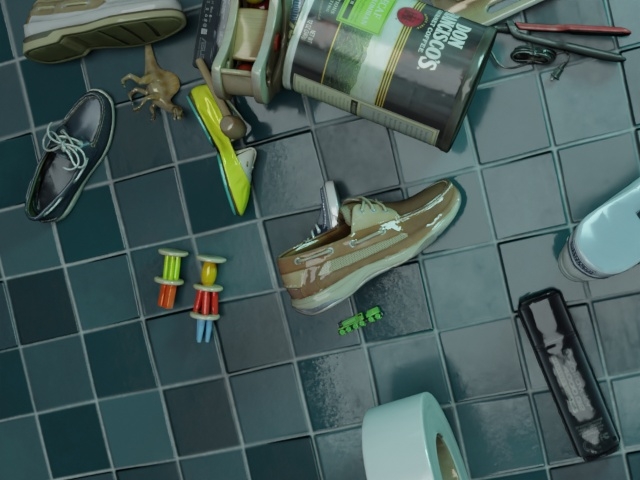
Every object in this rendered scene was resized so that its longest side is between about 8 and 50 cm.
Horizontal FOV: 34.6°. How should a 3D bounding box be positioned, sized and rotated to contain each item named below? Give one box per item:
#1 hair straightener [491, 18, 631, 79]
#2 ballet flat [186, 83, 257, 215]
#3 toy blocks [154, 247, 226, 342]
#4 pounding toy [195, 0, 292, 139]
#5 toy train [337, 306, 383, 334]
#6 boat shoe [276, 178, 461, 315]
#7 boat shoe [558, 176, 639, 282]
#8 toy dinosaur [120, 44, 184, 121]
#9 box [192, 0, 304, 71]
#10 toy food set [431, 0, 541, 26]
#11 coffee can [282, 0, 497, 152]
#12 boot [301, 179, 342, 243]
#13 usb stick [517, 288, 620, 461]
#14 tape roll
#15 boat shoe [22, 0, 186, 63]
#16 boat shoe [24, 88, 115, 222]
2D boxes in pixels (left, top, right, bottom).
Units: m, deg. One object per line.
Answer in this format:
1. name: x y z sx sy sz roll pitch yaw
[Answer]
1. hair straightener: 0.360 -0.296 1.600 0.230 0.047 0.089 8 95 12
2. ballet flat: -0.151 -0.158 1.716 0.077 0.077 0.231 -22 87 -3
3. toy blocks: -0.229 0.095 1.757 0.123 0.054 0.148 9 96 11
4. pounding toy: -0.141 -0.295 1.597 0.154 0.154 0.270 8 95 11
5. toy train: 0.064 0.134 1.713 0.083 0.017 0.024 -25 78 13
6. boat shoe: 0.076 -0.012 1.604 0.324 0.123 0.116 -34 104 -11
7. boat shoe: 0.509 -0.035 1.545 0.367 0.156 0.136 -31 81 -16
8. toy dinosaur: -0.290 -0.270 1.757 0.092 0.053 0.183 -22 76 -4
9. box: -0.101 -0.384 1.693 0.183 0.059 0.233 10 95 12
10. toy food set: 0.232 -0.467 1.533 0.219 0.092 0.306 -24 124 14
11. coffee can: 0.106 -0.276 1.571 0.275 0.201 0.202 22 98 7
12. boot: 0.000 0.000 1.690 0.086 0.069 0.190 -9 93 8
13. usb stick: 0.394 0.212 1.629 0.077 0.045 0.278 -22 89 6
14. tape roll: 0.158 0.380 1.573 0.100 0.286 0.286 -20 89 14
15. boat shoe: -0.368 -0.380 1.720 0.302 0.113 0.103 -7 77 18
16. boat shoe: -0.439 -0.146 1.775 0.095 0.079 0.255 34 100 9
